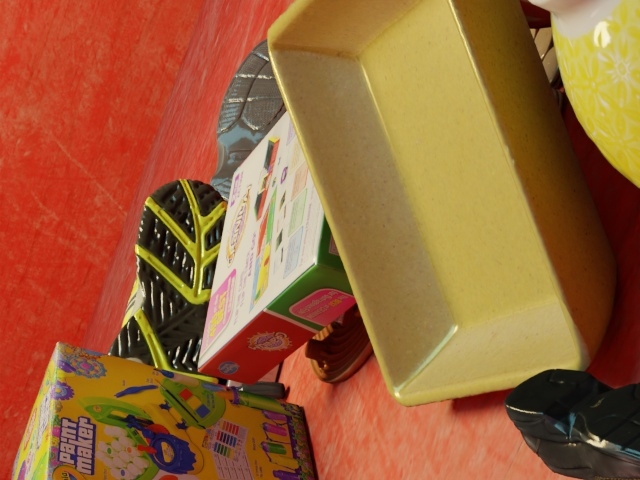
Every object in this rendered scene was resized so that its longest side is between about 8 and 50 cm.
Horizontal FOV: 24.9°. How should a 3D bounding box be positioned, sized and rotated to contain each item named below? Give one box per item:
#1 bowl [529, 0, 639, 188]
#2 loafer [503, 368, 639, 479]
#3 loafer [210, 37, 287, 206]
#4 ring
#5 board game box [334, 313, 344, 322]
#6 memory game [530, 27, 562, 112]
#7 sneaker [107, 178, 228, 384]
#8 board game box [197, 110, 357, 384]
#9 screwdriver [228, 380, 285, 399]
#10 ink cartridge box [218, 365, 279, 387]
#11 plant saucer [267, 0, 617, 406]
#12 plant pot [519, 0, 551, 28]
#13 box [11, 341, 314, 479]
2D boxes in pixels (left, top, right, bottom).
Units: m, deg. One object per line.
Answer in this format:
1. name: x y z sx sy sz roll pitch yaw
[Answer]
1. bowl: 0.210 -0.164 0.831 0.289 0.156 0.289 -163 90 -74
2. loafer: 0.178 0.120 0.851 0.062 0.061 0.170 -32 17 -18
3. loafer: -0.080 -0.123 1.947 0.095 0.109 0.302 41 -121 -58
4. ring: 0.042 -0.016 1.517 0.336 0.032 0.336 -164 90 -75
5. board game box: 0.000 0.000 1.514 0.211 0.039 0.160 -179 106 -73
6. memory game: 0.160 -0.097 1.214 0.186 0.012 0.186 -163 90 -75
7. sneaker: -0.177 0.124 1.773 0.147 0.145 0.384 85 -162 -72
8. board game box: -0.022 -0.019 1.415 0.316 0.064 0.242 138 146 -58
9. screwdriver: -0.124 0.176 1.665 0.025 0.170 0.024 -86 -10 -55
10. ink cartridge box: -0.110 0.198 1.770 0.165 0.065 0.332 169 118 -73
11. plant saucer: 0.091 -0.056 1.065 0.332 0.081 0.333 70 159 3
12. plant pot: 0.141 -0.255 1.112 0.174 0.191 0.191 -127 55 -68
13. box: -0.162 0.275 1.453 0.290 0.279 0.177 -103 34 -63
